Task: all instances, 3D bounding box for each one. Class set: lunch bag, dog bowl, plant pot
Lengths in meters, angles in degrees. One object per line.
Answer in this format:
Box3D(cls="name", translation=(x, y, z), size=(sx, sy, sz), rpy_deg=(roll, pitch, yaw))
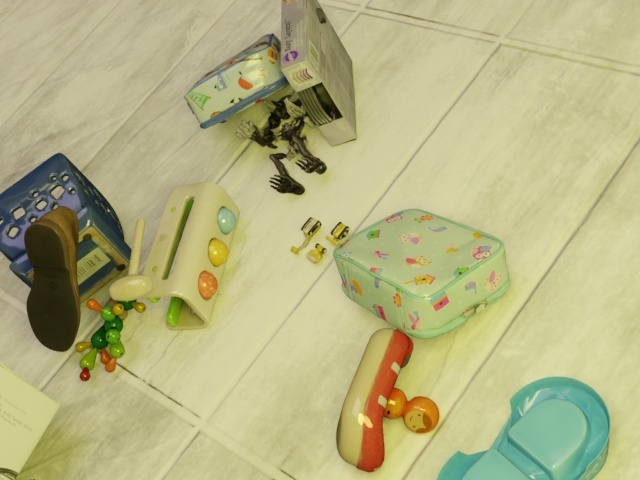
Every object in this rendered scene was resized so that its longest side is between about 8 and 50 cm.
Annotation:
Box3D(cls="lunch bag", translation=(-0.178, -0.342, 2.290), size=(0.243, 0.115, 0.303), rpy_deg=(-30, 12, 9))
Box3D(cls="dog bowl", translation=(0.305, 0.336, 1.555), size=(0.297, 0.074, 0.166), rpy_deg=(-43, 45, -8))
Box3D(cls="plant pot", translation=(-0.539, -0.001, 2.203), size=(0.236, 0.236, 0.212), rpy_deg=(-38, 52, -4))
Box3D(cls="lunch bag", translation=(0.178, 0.049, 1.792), size=(0.224, 0.108, 0.279), rpy_deg=(-28, 33, -27))

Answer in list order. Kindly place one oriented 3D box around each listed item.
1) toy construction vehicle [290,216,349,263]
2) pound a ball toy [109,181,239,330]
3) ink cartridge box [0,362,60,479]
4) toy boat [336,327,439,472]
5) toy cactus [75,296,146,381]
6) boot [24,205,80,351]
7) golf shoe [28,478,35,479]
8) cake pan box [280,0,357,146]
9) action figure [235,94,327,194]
Box3D(cls="toy construction vehicle", translation=(0.000, 0.000, 2.039), size=(0.085, 0.035, 0.098), rpy_deg=(30, 74, 30))
Box3D(cls="pound a ball toy", translation=(-0.263, 0.023, 2.038), size=(0.135, 0.208, 0.319), rpy_deg=(-7, 50, 24))
Box3D(cls="ink cartridge box", translation=(-0.680, 0.422, 1.902), size=(0.285, 0.166, 0.395), rpy_deg=(-13, 43, 54))
Box3D(cls="toy boat", translation=(0.118, 0.266, 1.694), size=(0.151, 0.151, 0.231), rpy_deg=(21, 62, 7))
Box3D(cls="toy cactus", translation=(-0.418, 0.157, 2.078), size=(0.180, 0.112, 0.219), rpy_deg=(-106, 39, -68))
Box3D(cls="boot", translation=(-0.500, 0.076, 2.040), size=(0.112, 0.305, 0.115), rpy_deg=(11, 31, 8))
Box3D(cls="golf shoe", translation=(-0.485, 0.466, 1.874), size=(0.198, 0.094, 0.077), rpy_deg=(-17, 46, 14))
Box3D(cls="cake pan box", translation=(-0.002, -0.362, 2.189), size=(0.070, 0.246, 0.267), rpy_deg=(-19, 48, 19))
Box3D(cls="action figure", translation=(-0.077, -0.230, 2.196), size=(0.164, 0.141, 0.276), rpy_deg=(-35, 45, 15))
